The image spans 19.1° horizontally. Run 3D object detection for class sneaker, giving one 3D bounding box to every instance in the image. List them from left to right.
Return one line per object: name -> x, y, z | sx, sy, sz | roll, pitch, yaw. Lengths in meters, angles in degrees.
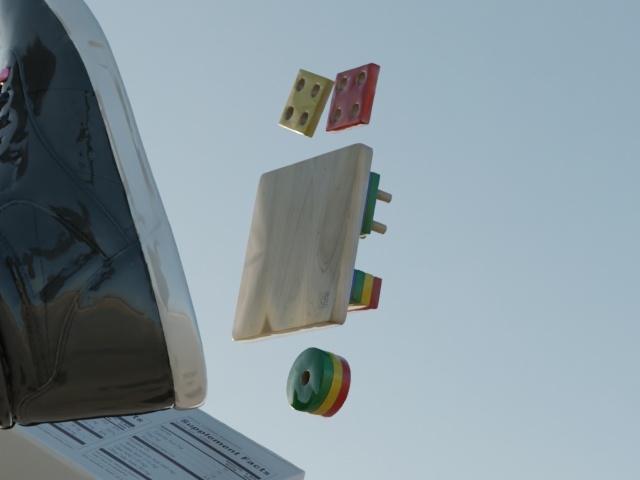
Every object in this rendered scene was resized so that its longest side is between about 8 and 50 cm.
sneaker -> -0.170, -0.025, 1.008 | 0.147, 0.296, 0.104 | -13, -32, -14

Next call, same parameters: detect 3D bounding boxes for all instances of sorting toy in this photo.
sorting toy -> 0.000, 0.000, 1.387 | 0.046, 0.274, 0.132 | 20, -20, -31

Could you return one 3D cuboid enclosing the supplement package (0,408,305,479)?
supplement package -> -0.155, 0.249, 1.361 | 0.204, 0.145, 0.262 | 27, -65, 30
